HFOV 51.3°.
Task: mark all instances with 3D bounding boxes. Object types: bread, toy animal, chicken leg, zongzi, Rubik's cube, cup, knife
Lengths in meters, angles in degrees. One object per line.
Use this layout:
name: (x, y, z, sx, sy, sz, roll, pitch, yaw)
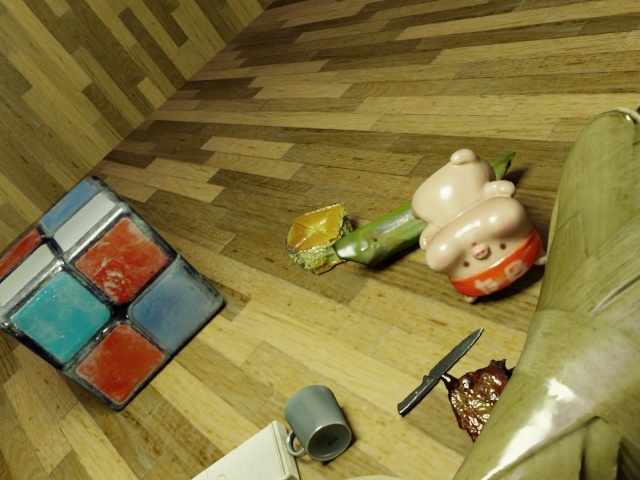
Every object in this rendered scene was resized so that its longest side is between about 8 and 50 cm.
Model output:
bread: (0.000, 0.000, 1.277, 0.140, 0.069, 0.128, -20, 35, 21)
toy animal: (0.223, -0.016, 0.974, 0.171, 0.171, 0.197, -32, 66, 10)
chicken leg: (0.223, 0.210, 0.772, 0.105, 0.063, 0.234, -44, 33, -1)
zongzi: (0.241, 0.025, 0.677, 0.467, 0.218, 0.500, -12, 42, -5)
Rubik's cube: (-0.446, 0.097, 1.370, 0.313, 0.318, 0.316, -46, 31, -11)
cup: (-0.009, 0.265, 0.931, 0.100, 0.078, 0.077, -54, 33, 10)
knife: (0.166, 0.179, 0.922, 0.170, 0.010, 0.023, -42, 37, -10)

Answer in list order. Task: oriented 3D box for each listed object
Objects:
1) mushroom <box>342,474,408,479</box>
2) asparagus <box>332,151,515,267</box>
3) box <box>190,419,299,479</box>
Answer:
mushroom: (0.008, 0.334, 0.561, 0.314, 0.336, 0.314, -29, 40, 27)
asparagus: (0.185, -0.045, 1.137, 0.343, 0.085, 0.082, -28, 20, 5)
box: (-0.125, 0.357, 0.965, 0.198, 0.029, 0.109, -36, 31, 5)
